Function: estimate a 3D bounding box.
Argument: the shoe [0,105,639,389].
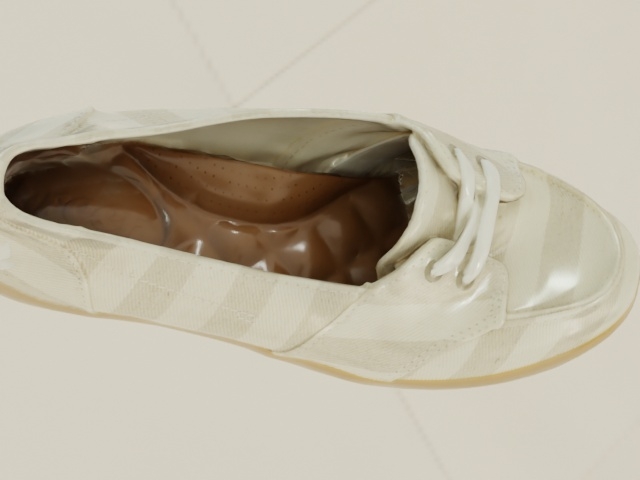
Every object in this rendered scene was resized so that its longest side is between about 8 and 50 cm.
[{"bbox_3d":[0.000,0.000,0.538,0.219,0.058,0.076,5,71,-14],"label":"shoe"}]
